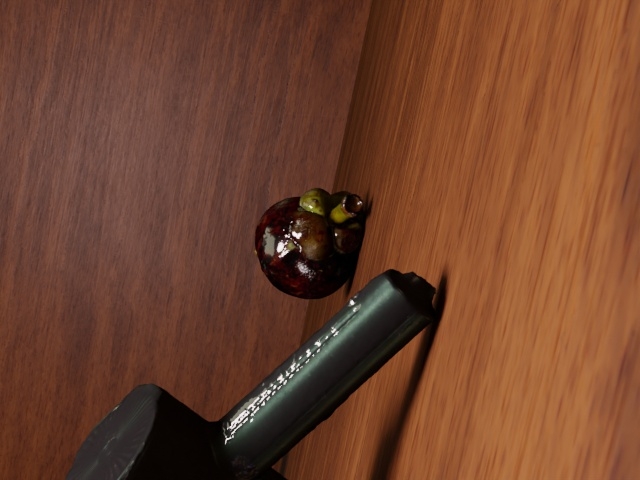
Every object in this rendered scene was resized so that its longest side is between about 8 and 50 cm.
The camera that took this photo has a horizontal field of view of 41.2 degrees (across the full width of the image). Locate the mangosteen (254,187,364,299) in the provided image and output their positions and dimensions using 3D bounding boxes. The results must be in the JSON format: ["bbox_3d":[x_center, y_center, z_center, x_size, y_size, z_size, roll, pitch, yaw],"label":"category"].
[{"bbox_3d":[-0.008,0.002,1.294,0.184,0.172,0.172,-34,2,1],"label":"mangosteen"}]

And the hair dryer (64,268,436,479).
[{"bbox_3d":[0.000,0.159,0.624,0.302,0.244,0.116,-44,24,15],"label":"hair dryer"}]
